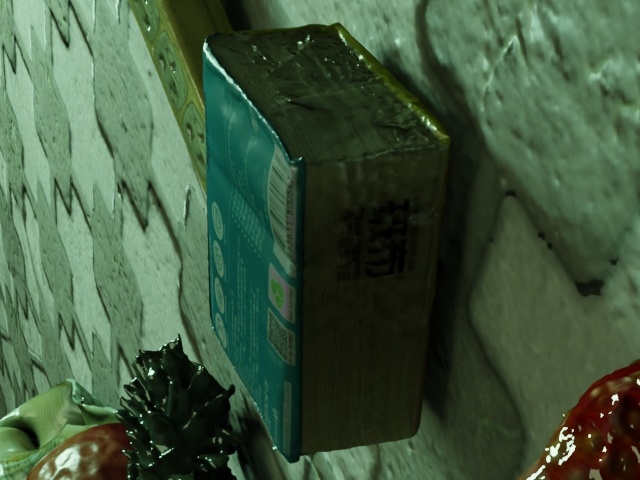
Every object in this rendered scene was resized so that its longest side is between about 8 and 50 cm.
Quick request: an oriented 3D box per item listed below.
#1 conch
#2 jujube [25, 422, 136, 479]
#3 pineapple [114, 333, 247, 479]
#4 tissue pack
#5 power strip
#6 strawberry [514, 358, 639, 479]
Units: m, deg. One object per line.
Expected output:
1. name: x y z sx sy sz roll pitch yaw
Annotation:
1. conch: -0.298 0.255 1.438 0.386 0.169 0.203 -20 47 34
2. jujube: -0.148 0.265 1.063 0.236 0.168 0.168 52 153 15
3. pineapple: -0.106 0.208 0.923 0.158 0.158 0.279 159 110 -69
4. tissue pack: 0.000 0.000 0.593 0.120 0.082 0.169 -127 31 -49
5. power strip: -0.093 -0.151 0.768 0.305 0.044 0.064 68 159 11
6. strawberry: 0.092 0.170 0.426 0.175 0.107 0.236 131 124 -64
